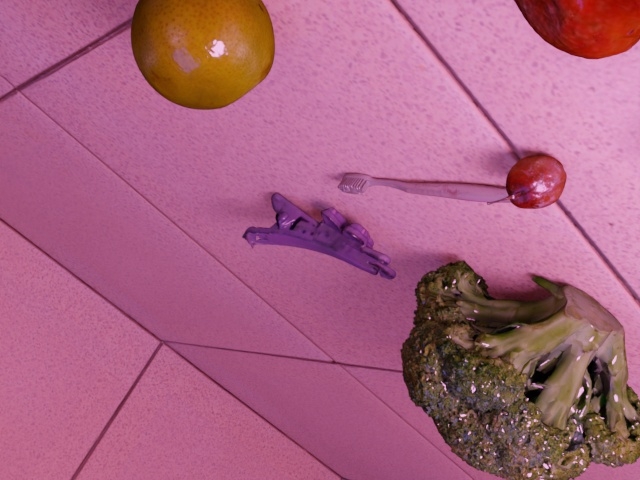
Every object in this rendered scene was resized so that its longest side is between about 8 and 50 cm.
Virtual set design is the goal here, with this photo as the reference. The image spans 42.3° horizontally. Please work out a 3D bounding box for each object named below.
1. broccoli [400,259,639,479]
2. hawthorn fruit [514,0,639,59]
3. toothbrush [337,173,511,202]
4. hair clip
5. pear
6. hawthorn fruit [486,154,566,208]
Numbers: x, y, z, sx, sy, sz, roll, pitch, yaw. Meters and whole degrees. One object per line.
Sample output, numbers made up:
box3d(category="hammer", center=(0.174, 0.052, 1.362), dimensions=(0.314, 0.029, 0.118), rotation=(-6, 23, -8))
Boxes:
box3d(category="broccoli", center=(0.291, 0.205, 1.234), dimensions=(0.413, 0.321, 0.310), rotation=(43, 151, 13))
box3d(category="hawthorn fruit", center=(0.214, -0.232, 0.622), dimensions=(0.179, 0.173, 0.173), rotation=(51, 167, 28))
box3d(category="toothbrush", center=(0.145, -0.071, 1.169), dimensions=(0.307, 0.030, 0.025), rotation=(9, 141, 41))
box3d(category="hair clip", center=(0.003, -0.012, 1.401), dimensions=(0.278, 0.090, 0.137), rotation=(14, 151, 24))
box3d(category="pear", center=(-0.155, -0.265, 1.000), dimensions=(0.216, 0.166, 0.180), rotation=(58, 164, -11))
box3d(category="hawthorn fruit", center=(0.243, -0.060, 0.982), dimensions=(0.067, 0.103, 0.067), rotation=(44, 155, 27))
